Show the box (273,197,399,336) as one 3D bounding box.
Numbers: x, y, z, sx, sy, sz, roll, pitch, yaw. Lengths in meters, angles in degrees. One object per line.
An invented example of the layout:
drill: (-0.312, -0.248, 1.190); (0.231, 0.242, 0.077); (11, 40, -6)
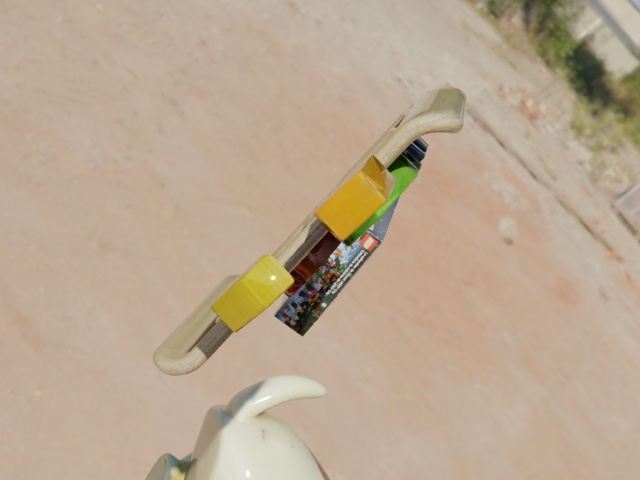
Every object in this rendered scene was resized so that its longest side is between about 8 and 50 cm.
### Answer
box: (0.031, -0.003, 1.259); (0.044, 0.159, 0.233); (37, 27, -5)

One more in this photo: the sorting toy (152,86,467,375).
sorting toy: (0.000, 0.000, 0.634); (0.041, 0.229, 0.307); (47, 15, -3)

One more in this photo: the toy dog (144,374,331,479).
toy dog: (-0.028, 0.408, 1.470); (0.408, 0.395, 0.284); (29, -9, -22)
